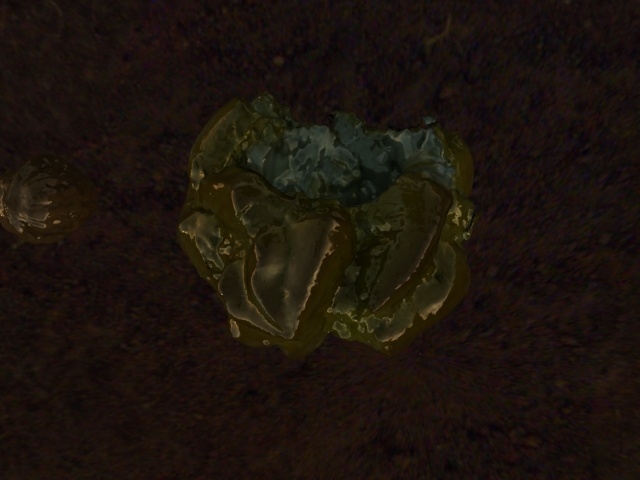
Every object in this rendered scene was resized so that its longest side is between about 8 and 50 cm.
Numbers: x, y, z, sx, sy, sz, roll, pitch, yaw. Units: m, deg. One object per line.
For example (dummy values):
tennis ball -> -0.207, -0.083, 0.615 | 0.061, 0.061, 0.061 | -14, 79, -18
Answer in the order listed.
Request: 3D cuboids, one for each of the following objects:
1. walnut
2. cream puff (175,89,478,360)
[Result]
walnut -> -0.252, -0.038, 0.808 | 0.079, 0.096, 0.082 | 4, 100, 27
cream puff -> -0.001, 0.005, 0.639 | 0.221, 0.194, 0.194 | 7, 84, 4
